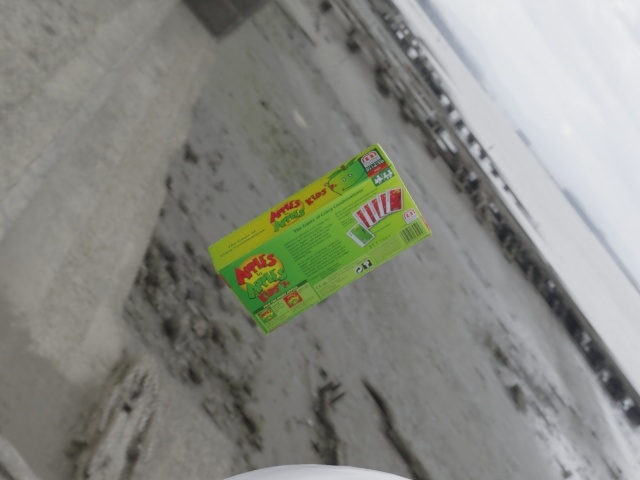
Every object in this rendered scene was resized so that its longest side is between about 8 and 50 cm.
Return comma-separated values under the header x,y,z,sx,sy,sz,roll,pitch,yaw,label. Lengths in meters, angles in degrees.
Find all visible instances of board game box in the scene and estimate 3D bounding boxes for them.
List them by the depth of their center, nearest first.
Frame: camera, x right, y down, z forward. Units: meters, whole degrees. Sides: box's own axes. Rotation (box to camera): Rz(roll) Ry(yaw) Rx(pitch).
x,y,z,sx,sy,sz,roll,pitch,yaw,label
0.000,0.000,0.973,0.092,0.181,0.043,56,3,-35,board game box

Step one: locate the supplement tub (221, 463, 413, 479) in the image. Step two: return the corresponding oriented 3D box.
x,y,z,sx,sy,sz,roll,pitch,yaw,label
-0.069,0.226,0.425,0.235,0.325,0.235,15,64,-32,supplement tub
